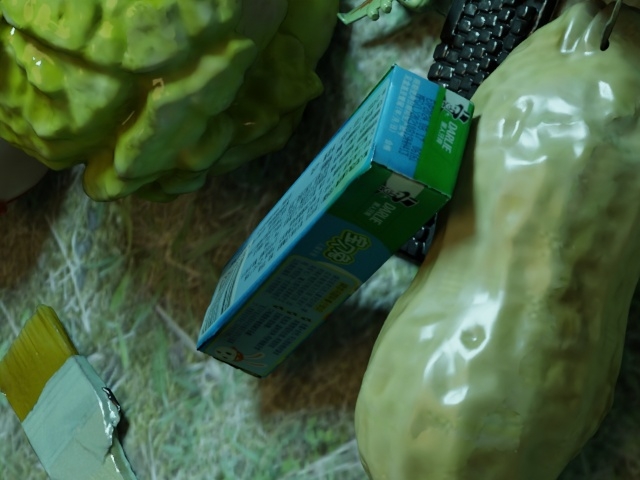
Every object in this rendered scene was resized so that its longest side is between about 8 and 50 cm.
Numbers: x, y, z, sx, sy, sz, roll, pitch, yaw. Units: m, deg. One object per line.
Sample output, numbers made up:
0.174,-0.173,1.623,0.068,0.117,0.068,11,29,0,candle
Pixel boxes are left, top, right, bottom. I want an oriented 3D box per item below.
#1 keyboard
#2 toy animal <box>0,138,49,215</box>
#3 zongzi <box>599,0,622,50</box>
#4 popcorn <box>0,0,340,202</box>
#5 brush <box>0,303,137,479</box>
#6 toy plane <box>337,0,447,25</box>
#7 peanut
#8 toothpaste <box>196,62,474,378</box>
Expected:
0.089,-0.098,0.966,0.072,0.023,0.231,26,97,45,keyboard
-0.282,-0.083,1.207,0.198,0.171,0.171,-25,63,38,toy animal
0.096,-0.187,0.884,0.241,0.111,0.247,-25,37,35,zongzi
-0.103,-0.134,1.030,0.259,0.259,0.212,-19,90,38,popcorn
-0.133,0.176,1.095,0.085,0.020,0.336,-52,51,18,brush
0.052,-0.163,1.000,0.102,0.040,0.111,-53,31,20,toy plane
0.110,0.012,0.849,0.130,0.130,0.290,17,84,43,peanut
0.000,0.000,0.915,0.266,0.050,0.065,-47,20,56,toothpaste
